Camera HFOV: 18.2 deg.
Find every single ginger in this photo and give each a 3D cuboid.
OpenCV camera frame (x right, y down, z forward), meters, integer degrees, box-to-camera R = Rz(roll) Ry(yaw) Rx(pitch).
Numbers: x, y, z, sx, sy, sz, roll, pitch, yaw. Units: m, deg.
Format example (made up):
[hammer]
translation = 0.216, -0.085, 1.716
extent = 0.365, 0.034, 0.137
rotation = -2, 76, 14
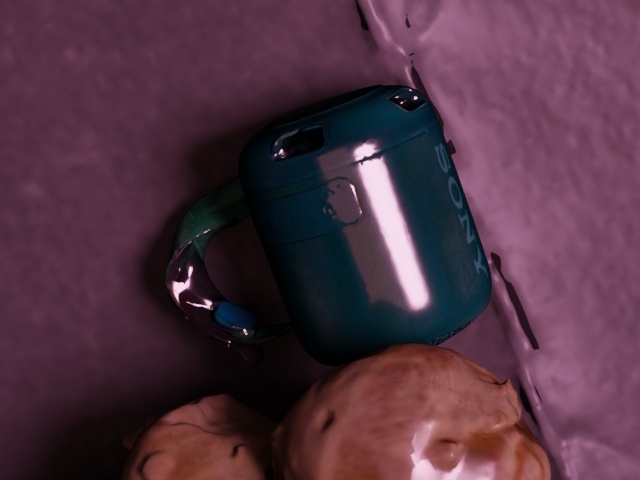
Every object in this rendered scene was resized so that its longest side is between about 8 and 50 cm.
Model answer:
[ginger]
translation = -0.020, 0.092, 0.569
extent = 0.204, 0.080, 0.104
rotation = -39, 64, 29

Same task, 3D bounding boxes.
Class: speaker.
[speaker]
translation = 0.001, -0.001, 0.588
extent = 0.094, 0.060, 0.075
rotation = -11, 102, 46
